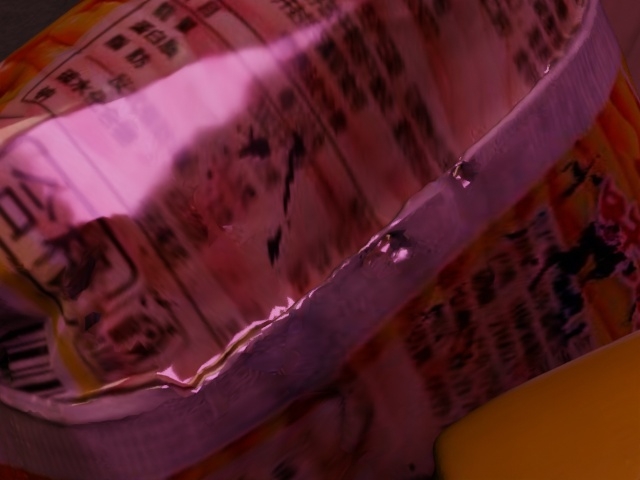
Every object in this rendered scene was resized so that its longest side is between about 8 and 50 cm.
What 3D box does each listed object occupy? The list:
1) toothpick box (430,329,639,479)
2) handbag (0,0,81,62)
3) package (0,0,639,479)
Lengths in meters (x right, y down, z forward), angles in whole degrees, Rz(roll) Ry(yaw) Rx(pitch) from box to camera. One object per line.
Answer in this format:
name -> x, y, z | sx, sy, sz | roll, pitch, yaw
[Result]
toothpick box -> 0.158, 0.074, 0.429 | 0.271, 0.175, 0.175 | -17, 41, 3
handbag -> -0.149, -0.009, 0.682 | 0.247, 0.079, 0.260 | -10, 44, 9
package -> 0.003, 0.005, 0.522 | 0.288, 0.223, 0.108 | -39, 30, -20
